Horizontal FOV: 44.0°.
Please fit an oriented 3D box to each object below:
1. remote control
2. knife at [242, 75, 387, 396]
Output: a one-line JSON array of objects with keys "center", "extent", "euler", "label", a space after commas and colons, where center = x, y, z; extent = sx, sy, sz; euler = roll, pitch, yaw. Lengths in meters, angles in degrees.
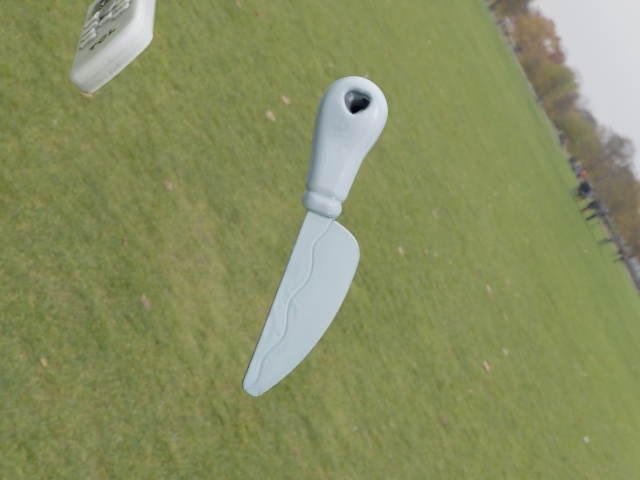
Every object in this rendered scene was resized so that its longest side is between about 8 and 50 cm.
[{"center": [-0.193, -0.206, 0.749], "extent": [0.029, 0.087, 0.190], "euler": [43, 21, -33], "label": "remote control"}, {"center": [0.002, 0.000, 0.786], "extent": [0.044, 0.080, 0.331], "euler": [155, -50, -86], "label": "knife"}]
